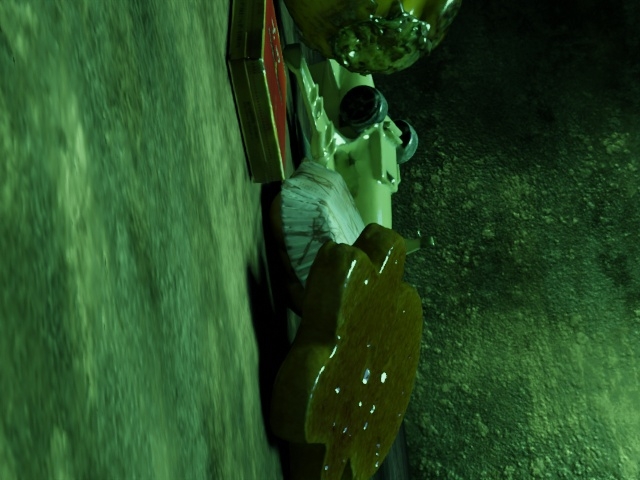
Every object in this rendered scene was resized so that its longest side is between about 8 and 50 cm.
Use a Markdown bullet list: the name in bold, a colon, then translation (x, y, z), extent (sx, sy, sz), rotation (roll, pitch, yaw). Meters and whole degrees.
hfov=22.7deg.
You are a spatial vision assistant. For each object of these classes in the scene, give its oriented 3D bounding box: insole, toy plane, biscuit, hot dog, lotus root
- **insole**: translation (-0.008, -0.059, 1.481), extent (0.232, 0.003, 0.080), rotation (71, 12, -70)
- **toy plane**: translation (0.030, -0.065, 1.382), extent (0.242, 0.104, 0.256), rotation (43, 30, -59)
- **biscuit**: translation (0.019, 0.081, 1.011), extent (0.236, 0.039, 0.179), rotation (45, 60, -67)
- **hot dog**: translation (0.000, 0.000, 1.116), extent (0.191, 0.059, 0.108), rotation (-59, 128, -78)
- **lotus root**: translation (0.039, -0.326, 1.329), extent (0.196, 0.179, 0.397), rotation (40, 44, -57)

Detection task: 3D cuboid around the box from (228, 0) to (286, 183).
- **box**: translation (-0.039, -0.108, 1.018), extent (0.133, 0.023, 0.090), rotation (-91, 174, -56)
